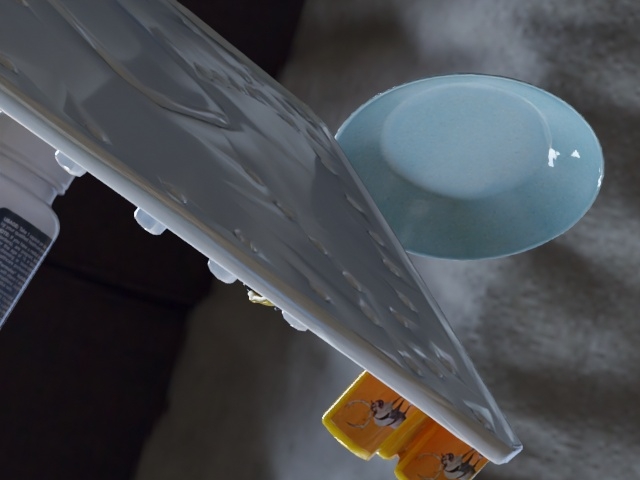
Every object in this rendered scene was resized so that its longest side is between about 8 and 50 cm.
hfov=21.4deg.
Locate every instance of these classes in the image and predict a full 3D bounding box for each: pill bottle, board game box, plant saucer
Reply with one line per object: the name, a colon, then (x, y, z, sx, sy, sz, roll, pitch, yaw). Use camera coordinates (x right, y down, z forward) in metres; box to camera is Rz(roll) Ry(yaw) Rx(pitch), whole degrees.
pill bottle: (-0.264, -0.003, 1.300, 0.180, 0.108, 0.108, -59, 15, -9)
board game box: (-0.108, -0.078, 0.794, 0.050, 0.390, 0.390, -48, 27, 11)
plant saucer: (0.102, -0.060, 1.197, 0.195, 0.195, 0.037, 124, 157, -47)

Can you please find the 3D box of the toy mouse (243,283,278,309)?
toy mouse: (0.000, 0.000, 1.313, 0.143, 0.031, 0.161, -50, 28, 11)
